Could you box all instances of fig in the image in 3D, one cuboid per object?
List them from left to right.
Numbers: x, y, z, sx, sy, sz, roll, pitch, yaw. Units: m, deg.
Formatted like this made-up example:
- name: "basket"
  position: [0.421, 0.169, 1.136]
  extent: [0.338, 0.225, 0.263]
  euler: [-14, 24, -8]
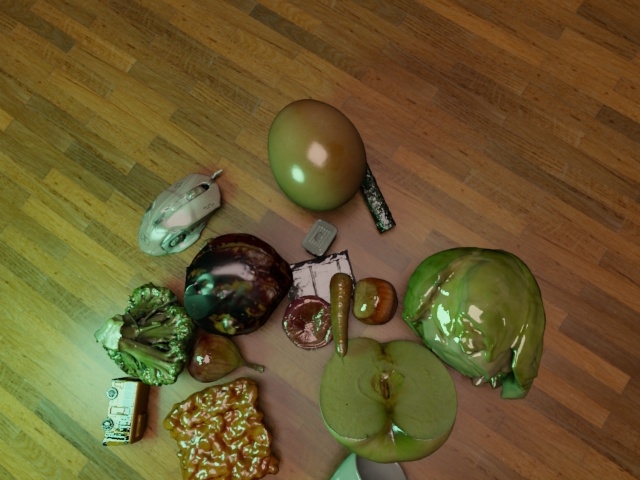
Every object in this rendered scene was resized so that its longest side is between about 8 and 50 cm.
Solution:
- name: "fig"
  position: [-0.305, 0.371, 1.521]
  extent: [0.143, 0.231, 0.160]
  euler: [25, 105, 50]

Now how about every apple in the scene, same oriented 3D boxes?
- name: "apple"
  position: [0.191, 0.434, 1.364]
  extent: [0.320, 0.360, 0.311]
  euler: [38, 117, -18]

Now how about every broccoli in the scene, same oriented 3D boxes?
- name: "broccoli"
  position: [-0.528, 0.286, 1.463]
  extent: [0.321, 0.283, 0.304]
  euler: [11, 82, 26]

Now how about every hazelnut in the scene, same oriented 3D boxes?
- name: "hazelnut"
  position: [0.172, 0.192, 1.513]
  extent: [0.150, 0.150, 0.150]
  euler: [-1, 79, 4]

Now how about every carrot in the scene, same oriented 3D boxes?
- name: "carrot"
  position: [0.062, 0.240, 1.478]
  extent: [0.078, 0.078, 0.298]
  euler: [-1, 62, 4]

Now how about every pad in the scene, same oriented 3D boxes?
- name: "pad"
  position: [0.000, 0.138, 1.583]
  extent: [0.233, 0.022, 0.174]
  euler: [-16, 78, -1]

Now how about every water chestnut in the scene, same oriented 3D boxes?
- name: "water chestnut"
  position: [-0.254, 0.113, 1.483]
  extent: [0.335, 0.335, 0.347]
  euler: [-4, 35, 3]

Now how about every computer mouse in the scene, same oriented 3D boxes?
- name: "computer mouse"
  position: [-0.467, -0.105, 1.614]
  extent: [0.199, 0.115, 0.389]
  euler: [44, 86, 7]

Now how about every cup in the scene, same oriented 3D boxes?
- name: "cup"
  position: [0.137, 0.734, 1.385]
  extent: [0.234, 0.258, 0.186]
  euler: [-54, 40, 24]

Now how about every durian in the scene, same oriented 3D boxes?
- name: "durian"
  position: [-0.364, 0.025, 1.605]
  extent: [0.080, 0.080, 0.091]
  euler: [4, 63, 5]

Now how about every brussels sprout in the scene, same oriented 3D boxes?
- name: "brussels sprout"
  position: [0.469, 0.199, 1.376]
  extent: [0.425, 0.342, 0.361]
  euler: [41, 75, -7]

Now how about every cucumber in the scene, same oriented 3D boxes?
- name: "cucumber"
  position: [0.169, -0.165, 1.606]
  extent: [0.067, 0.067, 0.293]
  euler: [-22, 78, 0]

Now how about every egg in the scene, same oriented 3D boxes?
- name: "egg"
  position: [-0.013, -0.274, 1.517]
  extent: [0.301, 0.301, 0.374]
  euler: [-19, 77, 0]

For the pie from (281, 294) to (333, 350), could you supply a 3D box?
- name: "pie"
  position: [-0.033, 0.263, 1.536]
  extent: [0.182, 0.049, 0.182]
  euler: [0, 94, 1]

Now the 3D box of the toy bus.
- name: "toy bus"
  position: [-0.609, 0.540, 1.512]
  extent: [0.114, 0.098, 0.201]
  euler: [3, 78, 5]

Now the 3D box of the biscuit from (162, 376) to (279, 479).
- name: "biscuit"
  position: [-0.306, 0.605, 1.472]
  extent: [0.318, 0.110, 0.312]
  euler: [-19, 80, 0]

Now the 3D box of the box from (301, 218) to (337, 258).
- name: "box"
  position: [0.000, 0.000, 1.574]
  extent: [0.084, 0.069, 0.122]
  euler: [30, 74, 16]
